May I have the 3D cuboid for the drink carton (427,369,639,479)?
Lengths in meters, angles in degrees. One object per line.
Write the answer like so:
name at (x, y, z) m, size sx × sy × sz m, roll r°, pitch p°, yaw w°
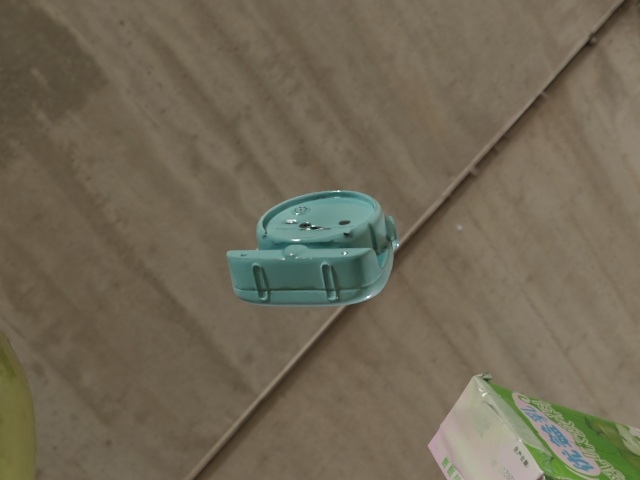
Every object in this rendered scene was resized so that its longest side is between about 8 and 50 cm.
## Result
drink carton at (0.266, 0.253, 1.014) m, size 0.271 × 0.108 × 0.161 m, roll 21°, pitch 19°, yaw -28°

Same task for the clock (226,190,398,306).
clock at (0.000, 0.000, 1.427) m, size 0.224 × 0.274 × 0.094 m, roll -2°, pitch -63°, yaw 17°

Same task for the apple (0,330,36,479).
apple at (-0.452, 0.181, 0.756) m, size 0.474 × 0.473 × 0.473 m, roll 37°, pitch -21°, yaw 17°
